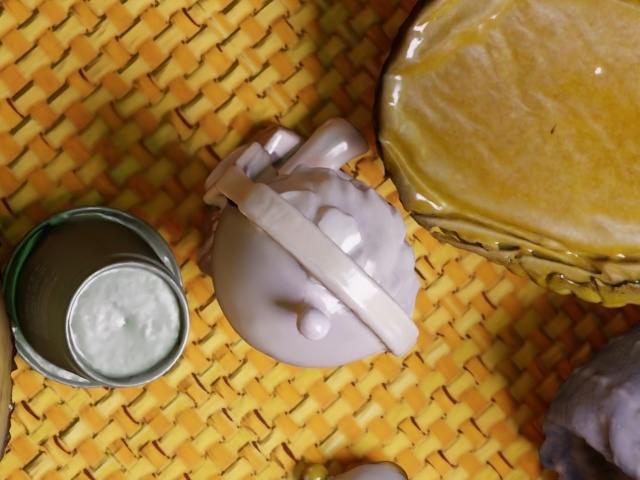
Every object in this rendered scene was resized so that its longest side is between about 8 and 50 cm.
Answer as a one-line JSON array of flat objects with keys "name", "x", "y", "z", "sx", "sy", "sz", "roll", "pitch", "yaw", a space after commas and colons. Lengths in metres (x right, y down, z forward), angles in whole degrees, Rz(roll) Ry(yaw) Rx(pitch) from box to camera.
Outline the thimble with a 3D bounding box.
[{"name": "thimble", "x": 0.251, "y": 0.147, "z": 1.283, "sx": 0.172, "sy": 0.236, "sz": 0.205, "roll": -33, "pitch": 74, "yaw": -11}]

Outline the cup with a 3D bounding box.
[{"name": "cup", "x": -0.135, "y": 0.040, "z": 1.228, "sx": 0.120, "sy": 0.141, "sz": 0.120, "roll": -1, "pitch": 94, "yaw": -15}]

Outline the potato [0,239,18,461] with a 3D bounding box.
[{"name": "potato", "x": -0.295, "y": 0.089, "z": 1.151, "sx": 0.242, "sy": 0.242, "sz": 0.285, "roll": 16, "pitch": 100, "yaw": -14}]

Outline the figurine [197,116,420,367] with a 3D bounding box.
[{"name": "figurine", "x": -0.003, "y": 0.003, "z": 1.213, "sx": 0.162, "sy": 0.237, "sz": 0.141, "roll": 43, "pitch": 92, "yaw": -11}]

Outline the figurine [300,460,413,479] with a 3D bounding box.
[{"name": "figurine", "x": 0.009, "y": 0.199, "z": 1.319, "sx": 0.143, "sy": 0.068, "sz": 0.101, "roll": -11, "pitch": 91, "yaw": 5}]

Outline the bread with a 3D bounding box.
[{"name": "bread", "x": 0.169, "y": -0.081, "z": 1.251, "sx": 0.253, "sy": 0.142, "sz": 0.227, "roll": 24, "pitch": 99, "yaw": 7}]
